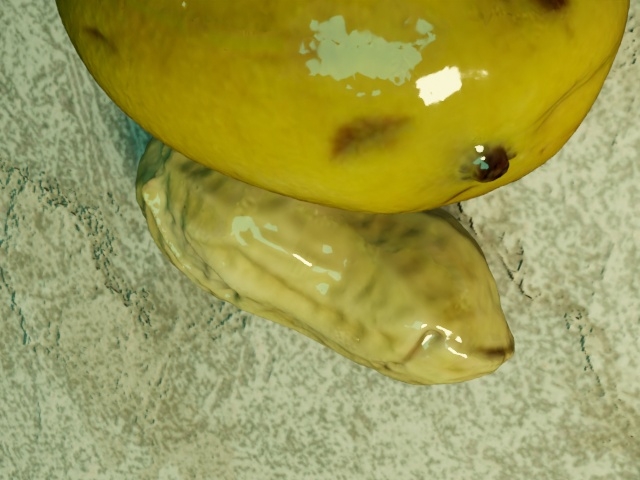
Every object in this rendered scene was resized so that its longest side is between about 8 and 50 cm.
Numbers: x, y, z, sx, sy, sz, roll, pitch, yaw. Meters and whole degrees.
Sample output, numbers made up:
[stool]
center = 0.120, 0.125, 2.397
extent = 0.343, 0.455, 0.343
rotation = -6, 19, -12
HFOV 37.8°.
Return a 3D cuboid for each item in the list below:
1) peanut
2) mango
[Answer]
[peanut]
center = 0.001, 0.001, 0.747
extent = 0.340, 0.158, 0.174
rotation = 27, 158, 8
[mango]
center = -0.014, -0.182, 0.643
extent = 0.445, 0.301, 0.220
rotation = 31, 159, 29
